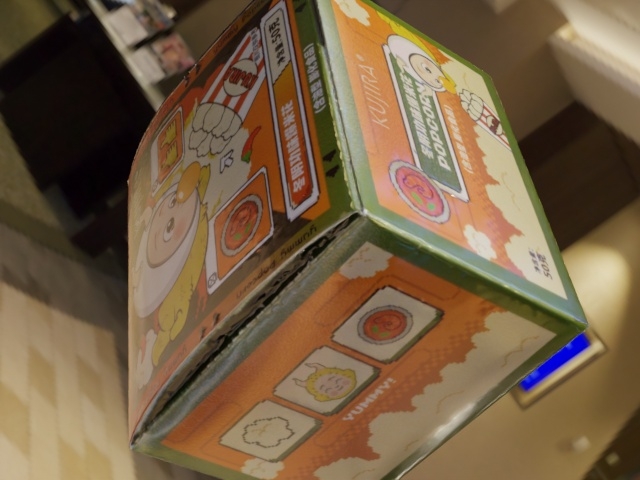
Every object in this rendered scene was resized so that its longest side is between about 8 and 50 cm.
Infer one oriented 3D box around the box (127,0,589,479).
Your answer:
[{"bbox_3d":[0.000,0.000,0.568,0.148,0.177,0.195,25,36,-29],"label":"box"}]
